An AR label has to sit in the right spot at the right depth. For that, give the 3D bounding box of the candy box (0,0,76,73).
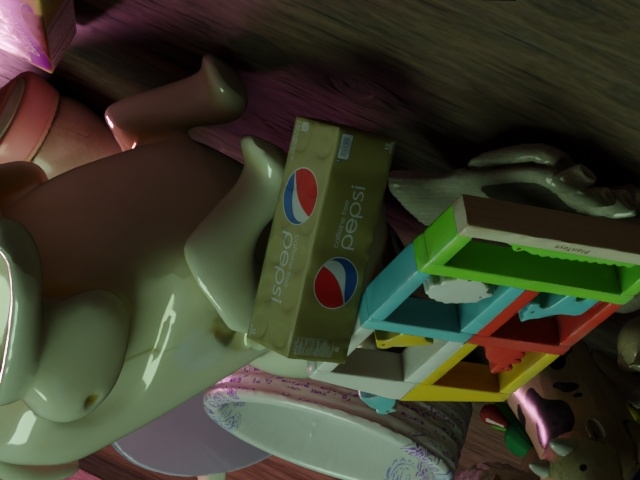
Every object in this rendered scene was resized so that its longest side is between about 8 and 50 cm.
[{"bbox_3d":[-0.268,-0.221,1.356,0.109,0.053,0.186,26,159,4],"label":"candy box"}]

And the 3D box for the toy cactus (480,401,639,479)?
[{"bbox_3d":[0.238,0.187,1.564,0.219,0.180,0.112,5,131,35],"label":"toy cactus"}]

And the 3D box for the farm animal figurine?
[{"bbox_3d":[0.248,0.163,1.336,0.172,0.330,0.327,32,-176,-28],"label":"farm animal figurine"}]

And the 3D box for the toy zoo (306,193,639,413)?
[{"bbox_3d":[0.118,0.064,1.278,0.192,0.030,0.293,9,146,-26],"label":"toy zoo"}]

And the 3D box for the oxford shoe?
[{"bbox_3d":[-0.318,-0.060,1.698,0.146,0.140,0.397,27,164,-21],"label":"oxford shoe"}]

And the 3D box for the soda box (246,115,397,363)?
[{"bbox_3d":[0.000,0.000,1.243,0.058,0.181,0.061,10,-173,-36],"label":"soda box"}]

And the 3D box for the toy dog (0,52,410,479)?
[{"bbox_3d":[-0.110,0.046,1.379,0.284,0.408,0.395,42,135,53],"label":"toy dog"}]

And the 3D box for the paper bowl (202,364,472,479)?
[{"bbox_3d":[0.026,0.159,1.750,0.284,0.148,0.284,15,161,6],"label":"paper bowl"}]

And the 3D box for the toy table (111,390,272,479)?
[{"bbox_3d":[-0.146,0.190,1.973,0.274,0.252,0.161,-1,175,-21],"label":"toy table"}]

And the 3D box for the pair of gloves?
[{"bbox_3d":[0.195,-0.010,1.314,0.204,0.042,0.240,-5,149,47],"label":"pair of gloves"}]

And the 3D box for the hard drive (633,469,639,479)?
[{"bbox_3d":[0.341,0.239,1.561,0.210,0.040,0.319,-12,175,-25],"label":"hard drive"}]
